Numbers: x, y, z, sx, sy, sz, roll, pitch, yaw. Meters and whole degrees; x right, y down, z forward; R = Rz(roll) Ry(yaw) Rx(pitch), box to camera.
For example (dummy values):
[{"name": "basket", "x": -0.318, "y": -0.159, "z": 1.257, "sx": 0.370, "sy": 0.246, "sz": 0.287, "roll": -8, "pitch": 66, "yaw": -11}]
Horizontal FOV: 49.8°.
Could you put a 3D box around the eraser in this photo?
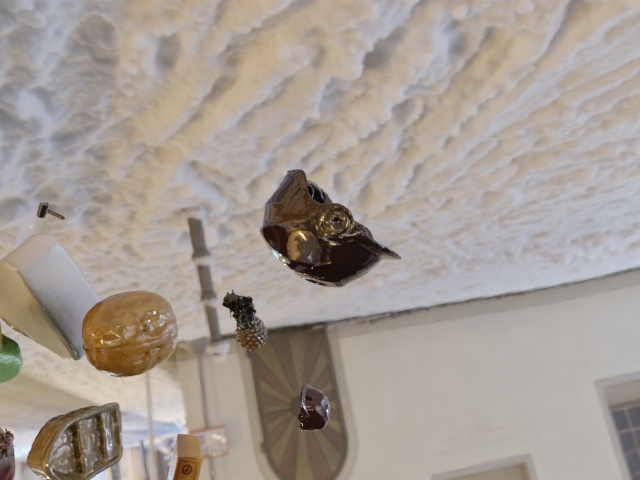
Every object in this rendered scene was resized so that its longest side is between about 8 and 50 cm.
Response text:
[{"name": "eraser", "x": -0.688, "y": 0.164, "z": 1.773, "sx": 0.331, "sy": 0.331, "sz": 0.150, "roll": -31, "pitch": -167, "yaw": 49}]

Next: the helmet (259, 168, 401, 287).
[{"name": "helmet", "x": 0.000, "y": 0.000, "z": 1.412, "sx": 0.177, "sy": 0.305, "sz": 0.225, "roll": -47, "pitch": 159, "yaw": 1}]

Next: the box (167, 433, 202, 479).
[{"name": "box", "x": -0.411, "y": 0.729, "z": 2.014, "sx": 0.076, "sy": 0.273, "sz": 0.174, "roll": 12, "pitch": -176, "yaw": -14}]

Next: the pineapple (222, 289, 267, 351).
[{"name": "pineapple", "x": -0.163, "y": 0.169, "z": 1.479, "sx": 0.074, "sy": 0.074, "sz": 0.159, "roll": -13, "pitch": 131, "yaw": 4}]

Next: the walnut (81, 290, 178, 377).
[{"name": "walnut", "x": -0.439, "y": 0.215, "z": 1.598, "sx": 0.222, "sy": 0.195, "sz": 0.195, "roll": -18, "pitch": 170, "yaw": -33}]

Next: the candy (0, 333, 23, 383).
[{"name": "candy", "x": -0.852, "y": 0.294, "z": 1.607, "sx": 0.142, "sy": 0.131, "sz": 0.343, "roll": 1, "pitch": -179, "yaw": 14}]

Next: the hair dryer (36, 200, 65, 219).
[{"name": "hair dryer", "x": -0.794, "y": -0.079, "z": 2.037, "sx": 0.083, "sy": 0.047, "sz": 0.026, "roll": 23, "pitch": -158, "yaw": -2}]

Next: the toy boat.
[{"name": "toy boat", "x": -0.418, "y": 0.350, "z": 1.169, "sx": 0.061, "sy": 0.116, "sz": 0.188, "roll": -4, "pitch": -178, "yaw": 21}]

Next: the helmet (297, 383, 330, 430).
[{"name": "helmet", "x": -0.012, "y": 0.410, "z": 1.675, "sx": 0.071, "sy": 0.098, "sz": 0.123, "roll": 7, "pitch": 124, "yaw": 9}]

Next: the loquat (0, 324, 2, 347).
[{"name": "loquat", "x": -0.697, "y": 0.193, "z": 1.249, "sx": 0.244, "sy": 0.243, "sz": 0.244, "roll": -11, "pitch": 164, "yaw": -3}]

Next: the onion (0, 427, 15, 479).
[{"name": "onion", "x": -0.821, "y": 0.515, "z": 1.682, "sx": 0.163, "sy": 0.230, "sz": 0.230, "roll": -36, "pitch": 162, "yaw": 2}]
